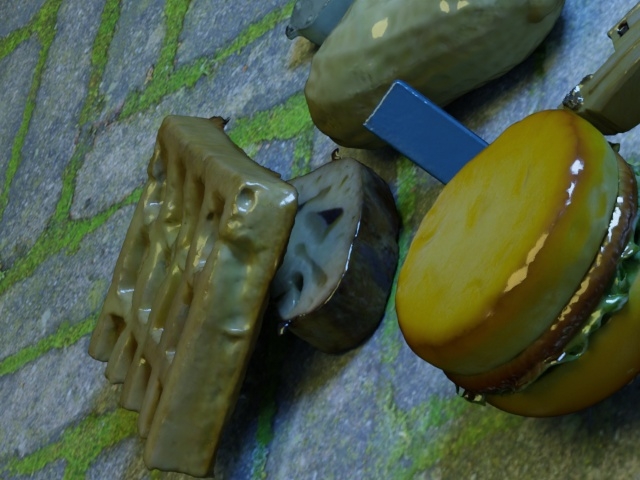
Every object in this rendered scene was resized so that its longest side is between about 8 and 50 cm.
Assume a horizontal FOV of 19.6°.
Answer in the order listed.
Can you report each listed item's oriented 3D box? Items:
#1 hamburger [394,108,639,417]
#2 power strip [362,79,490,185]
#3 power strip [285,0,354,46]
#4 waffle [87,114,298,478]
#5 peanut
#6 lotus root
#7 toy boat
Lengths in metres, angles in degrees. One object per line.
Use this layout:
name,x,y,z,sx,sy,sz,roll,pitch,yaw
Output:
hamburger,0.182,0.027,1.433,0.246,0.170,0.246,-47,20,23
power strip,0.105,-0.093,1.714,0.056,0.123,0.032,-55,-12,8
power strip,0.062,-0.329,2.041,0.286,0.048,0.080,-51,29,11
waffle,-0.132,0.038,1.858,0.348,0.078,0.304,-138,64,-66
peanut,0.105,-0.201,1.780,0.319,0.147,0.147,-34,38,38
lotus root,0.000,0.000,1.808,0.170,0.074,0.260,-45,31,18
toy boat,0.264,-0.155,1.435,0.200,0.057,0.077,-46,28,24
